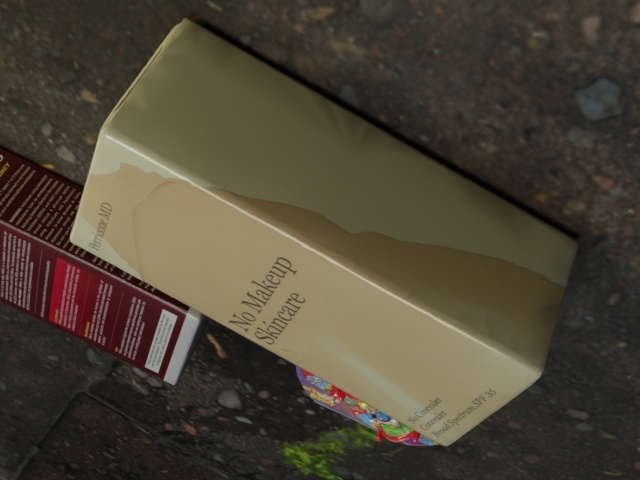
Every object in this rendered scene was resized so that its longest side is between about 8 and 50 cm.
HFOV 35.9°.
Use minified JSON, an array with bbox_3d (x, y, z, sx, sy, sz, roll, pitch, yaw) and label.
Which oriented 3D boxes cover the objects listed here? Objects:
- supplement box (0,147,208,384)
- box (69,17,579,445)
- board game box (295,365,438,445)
[{"bbox_3d":[-0.210,0.023,0.872,0.240,0.073,0.130,26,142,-1],"label":"supplement box"},{"bbox_3d":[0.000,0.000,0.683,0.311,0.121,0.148,28,143,-3],"label":"box"},{"bbox_3d":[0.050,0.153,0.908,0.169,0.033,0.133,25,143,2],"label":"board game box"}]
